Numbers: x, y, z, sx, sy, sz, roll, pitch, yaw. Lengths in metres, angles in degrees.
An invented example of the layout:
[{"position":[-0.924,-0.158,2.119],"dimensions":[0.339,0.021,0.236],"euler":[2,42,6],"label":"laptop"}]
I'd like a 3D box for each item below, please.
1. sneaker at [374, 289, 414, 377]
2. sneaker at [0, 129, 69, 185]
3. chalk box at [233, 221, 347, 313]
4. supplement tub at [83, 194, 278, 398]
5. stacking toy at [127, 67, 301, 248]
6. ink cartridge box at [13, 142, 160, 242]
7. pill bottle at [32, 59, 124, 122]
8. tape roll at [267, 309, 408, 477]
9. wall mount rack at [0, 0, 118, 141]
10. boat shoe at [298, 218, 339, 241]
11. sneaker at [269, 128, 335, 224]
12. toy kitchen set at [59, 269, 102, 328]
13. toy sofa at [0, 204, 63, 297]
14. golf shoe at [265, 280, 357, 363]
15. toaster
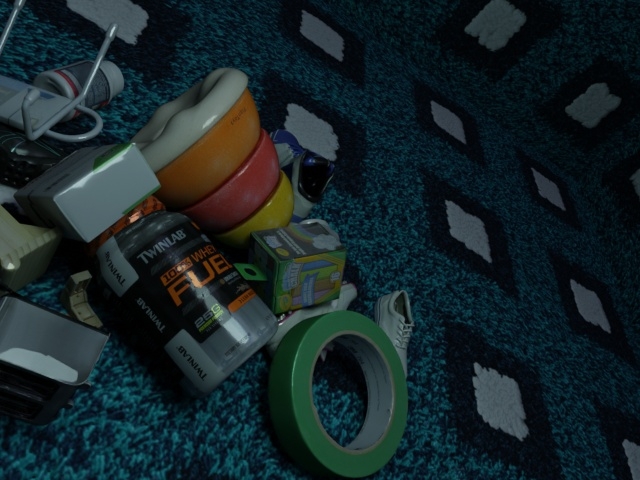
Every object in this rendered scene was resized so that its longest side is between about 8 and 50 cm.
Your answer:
[{"position":[0.183,0.227,1.492],"dimensions":[0.094,0.091,0.258],"euler":[24,42,-27],"label":"sneaker"},{"position":[-0.575,-0.155,1.127],"dimensions":[0.267,0.101,0.106],"euler":[23,24,-32],"label":"sneaker"},{"position":[-0.073,0.058,1.267],"dimensions":[0.213,0.132,0.132],"euler":[-10,33,-29],"label":"chalk box"},{"position":[-0.252,0.096,1.094],"dimensions":[0.338,0.207,0.207],"euler":[48,37,2],"label":"supplement tub"},{"position":[-0.177,-0.093,1.333],"dimensions":[0.480,0.350,0.350],"euler":[51,33,-25],"label":"stacking toy"},{"position":[-0.400,-0.085,1.036],"dimensions":[0.160,0.219,0.092],"euler":[-44,121,-28],"label":"ink cartridge box"},{"position":[-0.514,-0.329,1.315],"dimensions":[0.108,0.108,0.180],"euler":[45,37,-2],"label":"pill bottle"},{"position":[0.043,0.303,1.218],"dimensions":[0.321,0.077,0.321],"euler":[17,64,-40],"label":"tape roll"},{"position":[-0.557,-0.331,1.158],"dimensions":[0.350,0.130,0.304],"euler":[20,44,2],"label":"wall mount rack"},{"position":[0.000,0.000,1.520],"dimensions":[0.184,0.066,0.063],"euler":[45,30,-63],"label":"boat shoe"},{"position":[-0.044,-0.184,1.578],"dimensions":[0.127,0.182,0.315],"euler":[21,44,-32],"label":"sneaker"},{"position":[-0.413,0.112,1.030],"dimensions":[0.083,0.075,0.068],"euler":[51,38,13],"label":"toy kitchen set"},{"position":[-0.601,-0.057,0.944],"dimensions":[0.362,0.150,0.177],"euler":[45,41,-2],"label":"toy sofa"},{"position":[-0.010,0.190,1.342],"dimensions":[0.306,0.115,0.140],"euler":[-27,87,-46],"label":"golf shoe"},{"position":[-0.426,0.171,0.885],"dimensions":[0.185,0.168,0.110],"euler":[29,41,-23],"label":"toaster"}]
